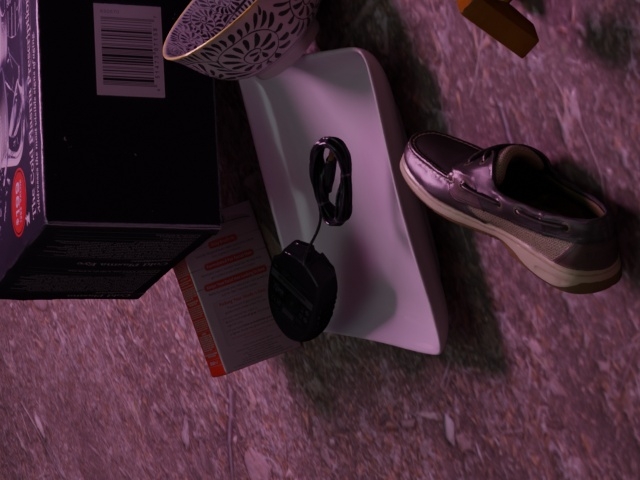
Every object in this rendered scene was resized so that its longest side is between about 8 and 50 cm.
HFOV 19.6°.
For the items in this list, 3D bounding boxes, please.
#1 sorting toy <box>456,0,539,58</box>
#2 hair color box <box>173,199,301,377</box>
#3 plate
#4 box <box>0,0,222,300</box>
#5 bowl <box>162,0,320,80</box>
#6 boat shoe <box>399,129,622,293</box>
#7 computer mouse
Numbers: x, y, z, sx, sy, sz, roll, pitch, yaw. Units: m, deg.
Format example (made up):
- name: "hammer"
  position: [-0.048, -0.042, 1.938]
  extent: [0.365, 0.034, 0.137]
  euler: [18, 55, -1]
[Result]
- name: "sorting toy"
  position: [0.035, -0.261, 1.333]
  extent: [0.041, 0.307, 0.229]
  euler: [-48, 23, 23]
- name: "hair color box"
  position: [-0.096, 0.051, 1.965]
  extent: [0.053, 0.093, 0.167]
  euler: [-20, 89, 66]
- name: "plate"
  position: [0.026, -0.043, 1.701]
  extent: [0.277, 0.045, 0.278]
  euler: [6, 114, 64]
- name: "box"
  position: [-0.236, -0.136, 1.897]
  extent: [0.312, 0.179, 0.343]
  euler: [142, 126, -65]
- name: "bowl"
  position: [-0.053, -0.197, 1.659]
  extent: [0.080, 0.170, 0.170]
  euler: [44, 164, -21]
- name: "boat shoe"
  position: [0.148, -0.040, 1.418]
  extent: [0.223, 0.080, 0.073]
  euler: [38, 135, 41]
- name: "computer mouse"
  position: [0.000, 0.000, 1.698]
  extent: [0.071, 0.041, 0.242]
  euler: [45, 140, 28]
